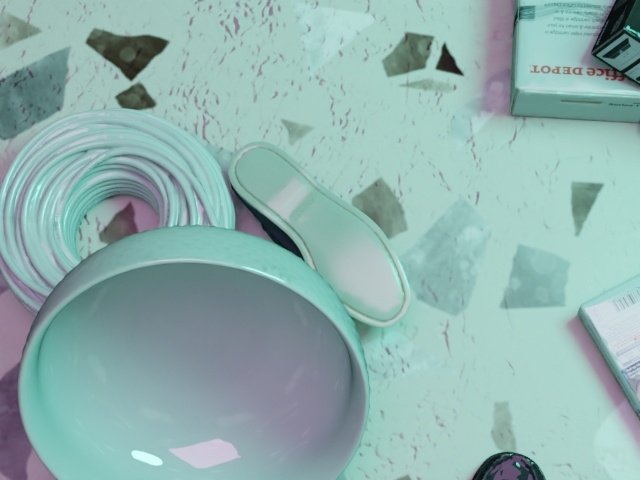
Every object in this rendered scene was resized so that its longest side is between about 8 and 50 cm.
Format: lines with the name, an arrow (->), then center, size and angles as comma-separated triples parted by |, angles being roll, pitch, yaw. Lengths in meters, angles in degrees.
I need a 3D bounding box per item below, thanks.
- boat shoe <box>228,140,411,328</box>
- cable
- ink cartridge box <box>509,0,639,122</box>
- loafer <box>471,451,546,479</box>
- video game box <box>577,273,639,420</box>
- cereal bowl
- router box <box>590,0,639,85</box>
boat shoe -> 0.000, 0.000, 1.585 | 0.254, 0.079, 0.095 | 40, 83, 15
cable -> -0.218, -0.014, 1.599 | 0.257, 0.089, 0.257 | -10, 73, 2
ink cartridge box -> 0.287, -0.240, 1.629 | 0.153, 0.087, 0.208 | 4, 74, 4
loafer -> 0.173, 0.354, 1.465 | 0.109, 0.095, 0.303 | 11, 75, 6
video game box -> 0.402, 0.105, 1.546 | 0.205, 0.048, 0.187 | -27, 73, -4
cereal bowl -> -0.122, 0.121, 1.470 | 0.338, 0.339, 0.141 | -7, 33, 2
router box -> 0.457, -0.267, 1.576 | 0.243, 0.081, 0.309 | 31, 70, -7
